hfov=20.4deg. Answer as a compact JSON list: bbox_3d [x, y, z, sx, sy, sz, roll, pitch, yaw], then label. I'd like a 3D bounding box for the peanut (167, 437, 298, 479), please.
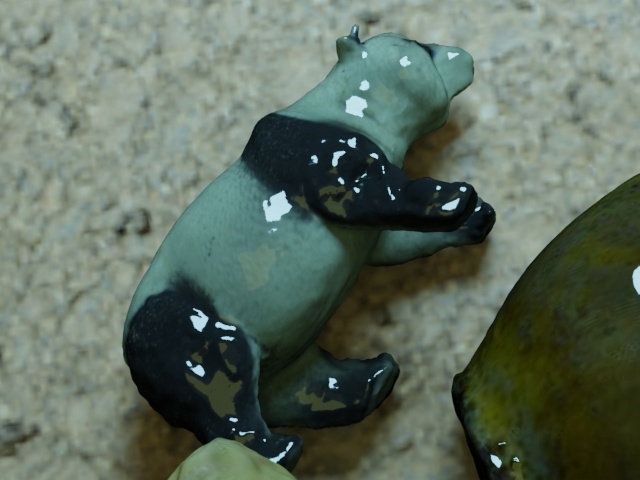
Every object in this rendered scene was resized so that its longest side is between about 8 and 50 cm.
[{"bbox_3d":[-0.019,0.194,0.724,0.098,0.103,0.229,-7,76,-15],"label":"peanut"}]

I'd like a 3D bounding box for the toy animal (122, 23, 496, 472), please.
[{"bbox_3d":[0.000,0.000,0.824,0.121,0.094,0.225,34,88,17],"label":"toy animal"}]

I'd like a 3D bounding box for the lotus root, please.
[{"bbox_3d":[0.189,0.071,0.768,0.260,0.149,0.267,-9,79,3],"label":"lotus root"}]
